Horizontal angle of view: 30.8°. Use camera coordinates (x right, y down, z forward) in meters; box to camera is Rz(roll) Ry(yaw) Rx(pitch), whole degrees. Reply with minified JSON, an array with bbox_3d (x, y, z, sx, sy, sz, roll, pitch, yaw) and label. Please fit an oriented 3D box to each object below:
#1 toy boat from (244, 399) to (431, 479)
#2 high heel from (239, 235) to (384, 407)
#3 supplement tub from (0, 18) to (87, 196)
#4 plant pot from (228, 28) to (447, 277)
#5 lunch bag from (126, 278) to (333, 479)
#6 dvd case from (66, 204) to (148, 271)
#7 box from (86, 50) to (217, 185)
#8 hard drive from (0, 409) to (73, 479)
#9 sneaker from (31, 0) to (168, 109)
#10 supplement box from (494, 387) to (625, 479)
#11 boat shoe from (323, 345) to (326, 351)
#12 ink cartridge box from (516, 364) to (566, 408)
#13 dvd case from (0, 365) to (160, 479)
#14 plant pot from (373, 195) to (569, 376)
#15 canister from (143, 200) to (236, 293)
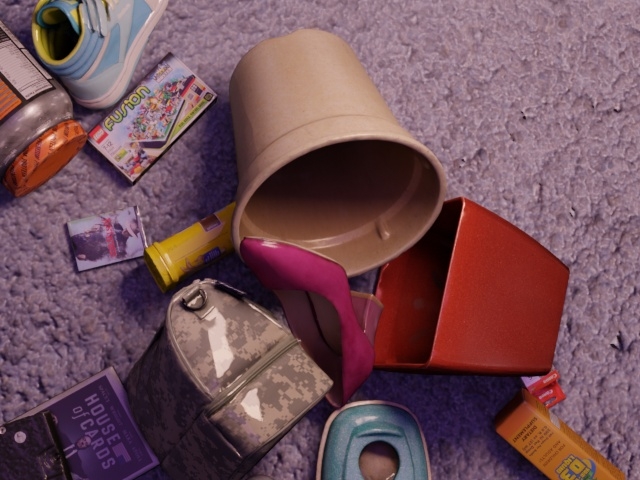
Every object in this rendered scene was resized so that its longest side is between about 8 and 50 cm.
[{"bbox_3d":[0.025,0.393,1.841,0.318,0.148,0.268,-4,82,-10],"label":"toy boat"},{"bbox_3d":[-0.019,0.125,1.750,0.377,0.127,0.181,34,69,-48],"label":"high heel"},{"bbox_3d":[-0.528,-0.234,1.832,0.193,0.193,0.316,-41,89,-12],"label":"supplement tub"},{"bbox_3d":[-0.008,-0.152,1.827,0.333,0.334,0.306,-11,52,-10],"label":"plant pot"},{"bbox_3d":[-0.160,0.221,1.756,0.256,0.305,0.212,45,54,5],"label":"lunch bag"},{"bbox_3d":[-0.350,-0.003,1.915,0.119,0.013,0.087,-13,83,-11],"label":"dvd case"},{"bbox_3d":[-0.283,-0.204,1.944,0.114,0.036,0.207,42,78,0],"label":"box"},{"bbox_3d":[-0.541,0.426,1.774,0.338,0.064,0.237,-20,86,-5],"label":"hard drive"},{"bbox_3d":[-0.352,-0.388,1.865,0.127,0.208,0.319,11,78,20],"label":"sneaker"},{"bbox_3d":[0.400,0.355,1.932,0.233,0.080,0.078,40,102,-3],"label":"supplement box"},{"bbox_3d":[-0.019,0.190,1.916,0.072,0.068,0.190,41,85,-15],"label":"boat shoe"},{"bbox_3d":[0.370,0.231,1.979,0.062,0.029,0.115,-29,86,-11],"label":"ink cartridge box"},{"bbox_3d":[-0.395,0.334,1.847,0.238,0.029,0.179,-29,87,-11],"label":"dvd case"},{"bbox_3d":[0.244,0.105,1.876,0.235,0.267,0.267,17,79,-18],"label":"plant pot"},{"bbox_3d":[-0.195,0.009,1.880,0.169,0.126,0.073,-30,86,-14],"label":"canister"}]
